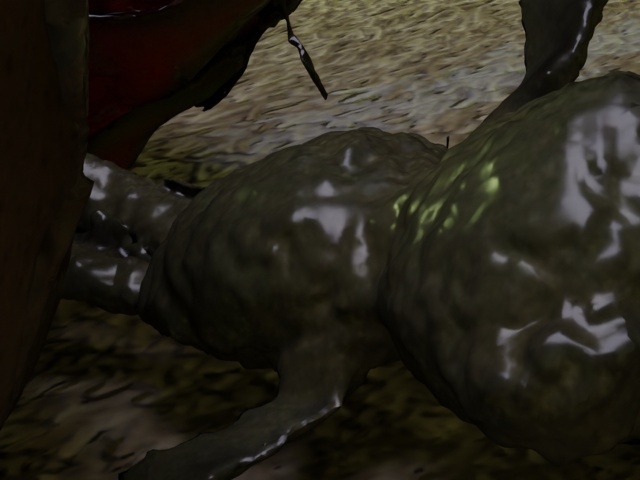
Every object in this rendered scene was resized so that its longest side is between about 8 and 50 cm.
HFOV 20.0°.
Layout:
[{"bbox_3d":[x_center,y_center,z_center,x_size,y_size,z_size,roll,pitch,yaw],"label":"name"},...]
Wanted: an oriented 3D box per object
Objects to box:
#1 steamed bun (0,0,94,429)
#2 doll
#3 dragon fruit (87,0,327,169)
[{"bbox_3d":[-0.139,-0.053,0.404,0.199,0.251,0.301,-10,32,6],"label":"steamed bun"},{"bbox_3d":[-0.009,0.009,0.469,0.286,0.091,0.203,-12,23,22],"label":"doll"},{"bbox_3d":[-0.126,-0.100,0.667,0.293,0.234,0.234,21,30,31],"label":"dragon fruit"}]
